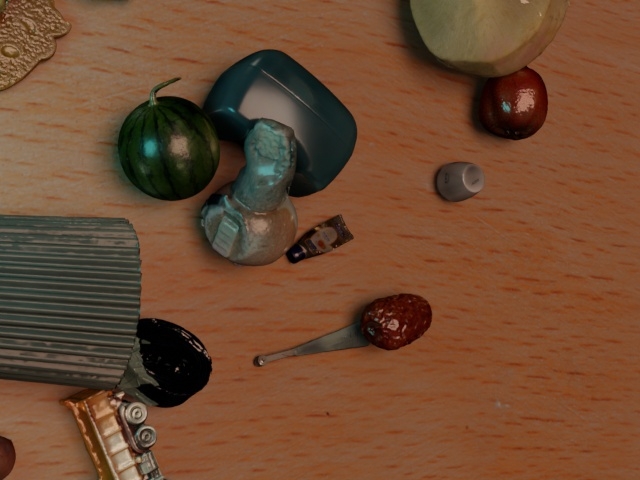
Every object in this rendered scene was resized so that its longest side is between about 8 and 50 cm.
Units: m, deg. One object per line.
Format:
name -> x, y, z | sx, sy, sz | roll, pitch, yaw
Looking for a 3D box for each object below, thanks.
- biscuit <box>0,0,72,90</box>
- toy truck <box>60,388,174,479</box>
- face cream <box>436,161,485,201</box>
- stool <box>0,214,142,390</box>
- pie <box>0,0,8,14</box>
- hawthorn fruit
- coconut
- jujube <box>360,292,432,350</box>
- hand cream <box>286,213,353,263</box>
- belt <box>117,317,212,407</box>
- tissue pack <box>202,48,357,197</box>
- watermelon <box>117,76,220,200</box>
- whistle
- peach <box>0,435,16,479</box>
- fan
biscuit -> -0.538, -0.376, 1.724 | 0.163, 0.035, 0.250 | 24, 72, -21
toy truck -> -0.356, 0.389, 1.726 | 0.135, 0.114, 0.270 | -25, 97, -30
face cream -> 0.315, -0.134, 2.172 | 0.091, 0.095, 0.091 | 3, 84, -30
stool -> -0.492, 0.094, 1.576 | 0.330, 0.297, 0.297 | 6, 83, -27
pie -> -0.661, -0.457, 1.633 | 0.274, 0.055, 0.274 | 4, 80, -22
hawthorn fruit -> 0.448, -0.329, 2.234 | 0.169, 0.169, 0.188 | 14, 74, -29
coconut -> 0.365, -0.531, 2.107 | 0.353, 0.353, 0.352 | 3, 85, -30
jujube -> 0.162, 0.169, 2.048 | 0.176, 0.109, 0.112 | -14, 89, -47
hand cream -> 0.000, 0.000, 2.011 | 0.163, 0.039, 0.062 | -29, 85, -31
belt -> -0.300, 0.225, 1.765 | 0.198, 0.078, 0.151 | 27, 45, -28
tissue pack -> -0.070, -0.241, 1.894 | 0.287, 0.198, 0.206 | 38, 71, -20
watermelon -> -0.281, -0.178, 1.767 | 0.188, 0.188, 0.214 | -39, 129, -27
whistle -> -0.110, -0.087, 1.824 | 0.189, 0.347, 0.189 | 13, 37, -10
peach -> -0.554, 0.367, 1.630 | 0.083, 0.083, 0.083 | 3, 85, -30
fan -> -0.012, 0.215, 1.997 | 0.282, 0.023, 0.057 | -9, 92, -32
